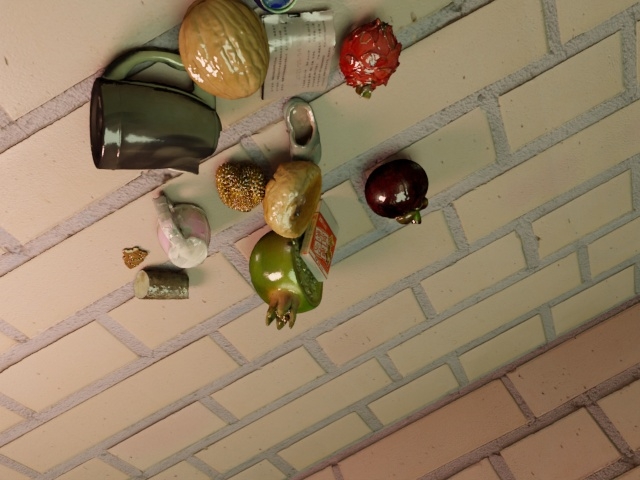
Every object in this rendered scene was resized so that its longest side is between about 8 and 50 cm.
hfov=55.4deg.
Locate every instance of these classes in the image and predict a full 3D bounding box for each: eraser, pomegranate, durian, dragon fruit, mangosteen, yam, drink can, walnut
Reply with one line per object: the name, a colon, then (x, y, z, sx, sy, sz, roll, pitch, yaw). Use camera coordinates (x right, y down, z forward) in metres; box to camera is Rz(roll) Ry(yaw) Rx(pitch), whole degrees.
eraser: (0.000, 0.000, 2.032, 0.038, 0.230, 0.157, -6, 140, 26)
pomegranate: (-0.133, 0.132, 2.022, 0.216, 0.358, 0.309, -3, 138, 21)
durian: (-0.235, -0.164, 1.846, 0.158, 0.137, 0.168, -3, 124, 6)
dragon fruit: (0.137, -0.503, 1.680, 0.172, 0.172, 0.209, 10, 116, -30)
mangosteen: (0.251, -0.155, 1.999, 0.216, 0.216, 0.216, -12, 133, -13)
yam: (-0.517, 0.151, 2.024, 0.183, 0.107, 0.107, 5, 127, -30)
drink can: (-0.124, -0.617, 1.438, 0.118, 0.204, 0.118, -13, 133, -14)
walnut: (-0.233, -0.470, 1.506, 0.225, 0.225, 0.260, -25, 120, -1)

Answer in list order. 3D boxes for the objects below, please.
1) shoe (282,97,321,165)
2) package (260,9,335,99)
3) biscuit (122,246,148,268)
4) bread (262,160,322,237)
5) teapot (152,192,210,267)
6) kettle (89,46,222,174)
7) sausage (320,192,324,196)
shoe: (-0.048, -0.302, 1.824, 0.103, 0.100, 0.251, -21, 132, -6)
package: (-0.065, -0.500, 1.670, 0.204, 0.062, 0.250, -9, 136, -14)
biscuit: (-0.603, 0.058, 1.960, 0.082, 0.016, 0.092, 11, 123, -31)
bread: (-0.091, -0.128, 1.844, 0.244, 0.134, 0.244, -56, 161, -30)
teapot: (-0.411, -0.027, 1.854, 0.163, 0.178, 0.221, -10, 131, -16)
kettle: (-0.414, -0.334, 1.585, 0.324, 0.228, 0.320, -1, 98, -29)
sausage: (-0.075, -0.139, 1.983, 0.170, 0.065, 0.065, -11, 132, -14)
